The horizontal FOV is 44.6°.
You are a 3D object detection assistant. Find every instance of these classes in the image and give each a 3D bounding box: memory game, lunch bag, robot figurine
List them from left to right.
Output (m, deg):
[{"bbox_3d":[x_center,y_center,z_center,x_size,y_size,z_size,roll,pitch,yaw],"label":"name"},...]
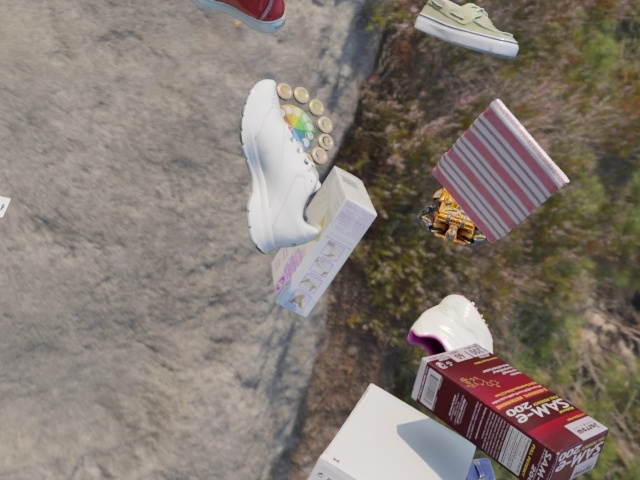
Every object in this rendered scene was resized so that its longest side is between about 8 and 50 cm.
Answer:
[{"bbox_3d":[-0.051,-0.225,1.536,0.186,0.012,0.186,11,69,-30],"label":"memory game"},{"bbox_3d":[0.393,-0.077,2.217,0.291,0.211,0.085,-53,158,-62],"label":"robot figurine"},{"bbox_3d":[0.368,0.550,1.793,0.067,0.098,0.065,-14,112,4],"label":"lunch bag"}]

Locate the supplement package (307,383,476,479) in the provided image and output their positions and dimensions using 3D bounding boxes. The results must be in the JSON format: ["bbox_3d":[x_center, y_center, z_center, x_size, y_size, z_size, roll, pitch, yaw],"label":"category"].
[{"bbox_3d":[0.100,0.375,1.199,0.145,0.204,0.262,-65,168,22],"label":"supplement package"}]

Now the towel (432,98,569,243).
[{"bbox_3d":[0.242,-0.091,1.069,0.029,0.197,0.144,-34,80,-29],"label":"towel"}]

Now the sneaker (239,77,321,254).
[{"bbox_3d":[-0.065,-0.128,1.331,0.129,0.111,0.297,-6,97,9],"label":"sneaker"}]

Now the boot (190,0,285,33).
[{"bbox_3d":[-0.165,-0.496,1.396,0.088,0.244,0.176,-47,154,-34],"label":"boot"}]

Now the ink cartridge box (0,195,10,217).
[{"bbox_3d":[-0.625,-0.061,1.455,0.083,0.048,0.028,11,145,-3],"label":"ink cartridge box"}]

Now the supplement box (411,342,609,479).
[{"bbox_3d":[0.259,0.240,1.091,0.130,0.239,0.073,-7,119,-41],"label":"supplement box"}]

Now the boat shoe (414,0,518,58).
[{"bbox_3d":[0.322,-0.479,1.730,0.109,0.302,0.094,3,113,-40],"label":"boat shoe"}]

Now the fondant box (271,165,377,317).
[{"bbox_3d":[0.000,0.000,1.995,0.096,0.238,0.330,27,108,-17],"label":"fondant box"}]

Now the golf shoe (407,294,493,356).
[{"bbox_3d":[0.267,0.247,1.361,0.140,0.306,0.115,-23,158,-27],"label":"golf shoe"}]
